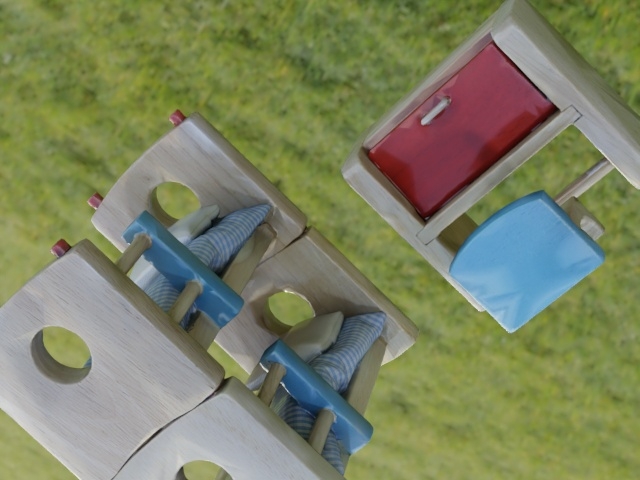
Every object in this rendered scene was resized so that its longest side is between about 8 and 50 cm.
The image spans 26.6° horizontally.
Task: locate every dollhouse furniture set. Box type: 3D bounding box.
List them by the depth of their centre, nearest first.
[{"bbox_3d":[0.000,0.000,0.455,0.129,0.129,0.184,44,116,-9],"label":"dollhouse furniture set"}]
